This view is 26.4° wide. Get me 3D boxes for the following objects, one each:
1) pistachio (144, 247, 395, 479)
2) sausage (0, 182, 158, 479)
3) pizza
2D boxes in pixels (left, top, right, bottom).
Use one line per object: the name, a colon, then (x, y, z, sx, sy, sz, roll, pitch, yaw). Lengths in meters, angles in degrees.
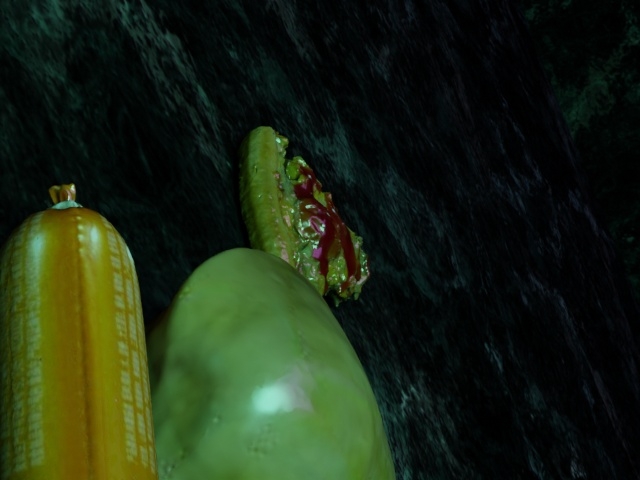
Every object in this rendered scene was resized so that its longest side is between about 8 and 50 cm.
pistachio: (-0.028, 0.129, 0.882, 0.260, 0.163, 0.213, 44, 61, -49)
sausage: (-0.136, 0.101, 0.748, 0.093, 0.093, 0.312, 39, 34, -49)
pizza: (0.000, 0.000, 1.213, 0.199, 0.062, 0.188, 32, 42, -57)
